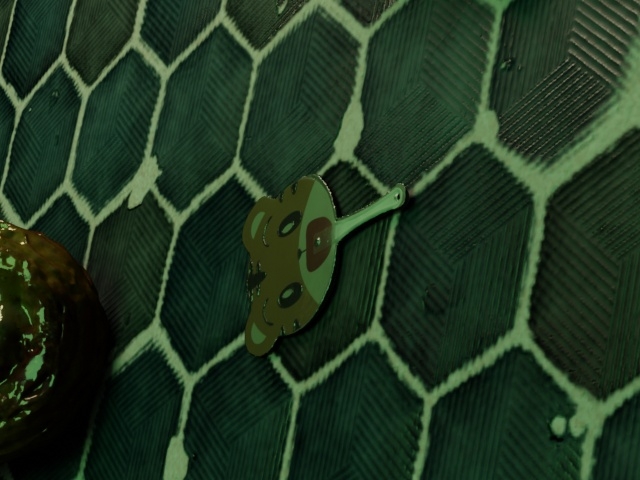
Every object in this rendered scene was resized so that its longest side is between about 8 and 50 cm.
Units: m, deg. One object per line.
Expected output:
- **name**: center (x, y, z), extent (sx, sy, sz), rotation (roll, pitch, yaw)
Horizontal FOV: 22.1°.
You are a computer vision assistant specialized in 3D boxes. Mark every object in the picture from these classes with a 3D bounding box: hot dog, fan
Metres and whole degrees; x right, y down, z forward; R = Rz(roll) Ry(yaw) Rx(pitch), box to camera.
- **hot dog**: center (-0.378, 0.117, 1.686), extent (0.387, 0.174, 0.267), rotation (-16, 65, 50)
- **fan**: center (0.000, 0.000, 1.359), extent (0.226, 0.008, 0.152), rotation (-30, 51, 45)
